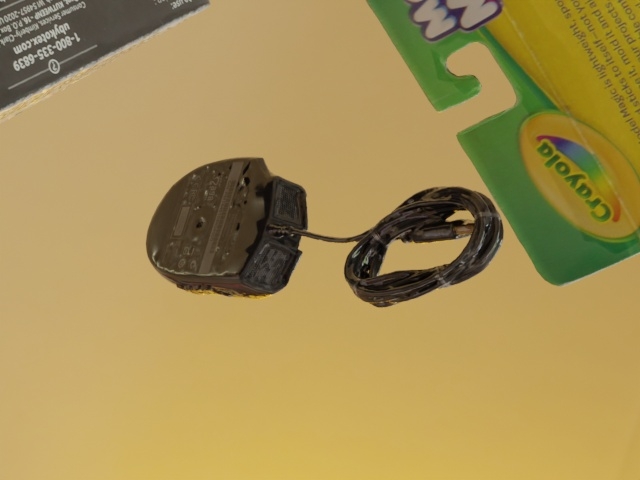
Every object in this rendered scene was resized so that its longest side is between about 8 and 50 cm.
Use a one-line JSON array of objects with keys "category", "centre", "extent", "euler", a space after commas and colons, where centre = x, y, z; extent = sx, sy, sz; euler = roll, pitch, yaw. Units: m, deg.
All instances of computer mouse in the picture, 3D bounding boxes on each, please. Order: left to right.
[{"category": "computer mouse", "centre": [0.000, 0.000, 0.885], "extent": [0.041, 0.071, 0.242], "euler": [29, -16, -38]}]

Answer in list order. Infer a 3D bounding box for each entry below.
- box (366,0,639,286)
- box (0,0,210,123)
[{"category": "box", "centre": [0.100, -0.074, 0.379], "extent": [0.105, 0.179, 0.043], "euler": [57, 15, -11]}, {"category": "box", "centre": [-0.195, -0.118, 0.799], "extent": [0.142, 0.247, 0.163], "euler": [-12, -74, 40]}]
